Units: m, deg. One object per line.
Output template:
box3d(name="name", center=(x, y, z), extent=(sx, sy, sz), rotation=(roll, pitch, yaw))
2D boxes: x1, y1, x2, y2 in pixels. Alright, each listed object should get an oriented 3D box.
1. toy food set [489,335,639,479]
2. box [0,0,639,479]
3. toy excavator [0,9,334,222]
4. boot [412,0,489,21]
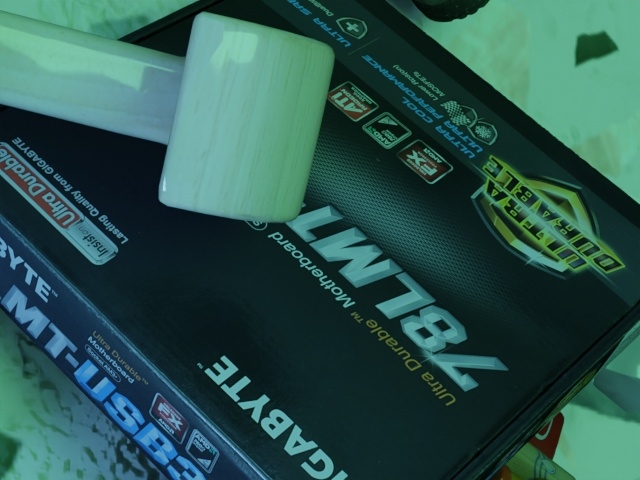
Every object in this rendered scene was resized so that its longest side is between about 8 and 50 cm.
box3d(name="toy food set", center=(0.146, 0.086, 0.916), extent=(0.104, 0.111, 0.232), rotation=(38, 61, -27))
box3d(name="box", center=(0.000, 0.000, 0.754), extent=(0.295, 0.073, 0.293), rotation=(42, 48, 16))
box3d(name="toy excavator", center=(-0.249, -0.101, 0.529), extent=(0.445, 0.433, 0.222), rotation=(-9, 112, -72))
box3d(name="boot", center=(0.063, -0.273, 0.921), extent=(0.161, 0.083, 0.246), rotation=(28, 63, -53))
